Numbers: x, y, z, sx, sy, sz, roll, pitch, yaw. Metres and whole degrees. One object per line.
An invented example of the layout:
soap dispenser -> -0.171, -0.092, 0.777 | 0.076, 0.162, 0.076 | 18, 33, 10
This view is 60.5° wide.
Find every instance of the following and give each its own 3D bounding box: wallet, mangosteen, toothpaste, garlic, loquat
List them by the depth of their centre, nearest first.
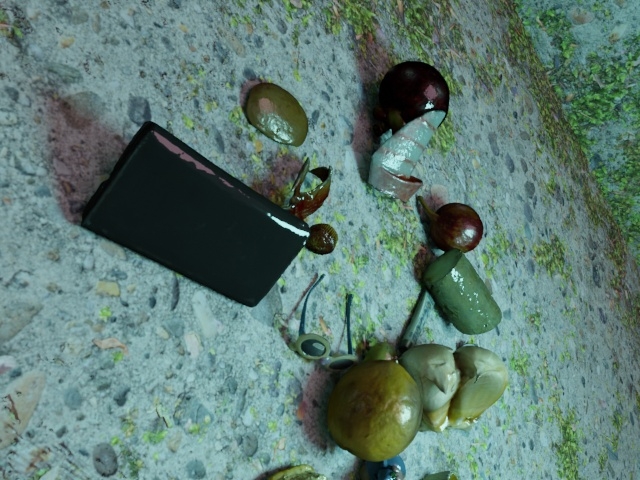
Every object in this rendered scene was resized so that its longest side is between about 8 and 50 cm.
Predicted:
wallet -> -0.226, -0.032, 1.078 | 0.406, 0.062, 0.228 | 33, 99, -34
loquat -> 0.127, 0.395, 1.288 | 0.193, 0.238, 0.238 | 57, 47, -25
garlic -> 0.347, 0.382, 1.468 | 0.249, 0.285, 0.313 | -61, 151, -43
toothpaste -> 0.289, 0.239, 1.622 | 0.062, 0.039, 0.239 | 54, 46, -19
mangosteen -> 0.260, -0.405, 1.647 | 0.265, 0.228, 0.228 | -45, 118, -3

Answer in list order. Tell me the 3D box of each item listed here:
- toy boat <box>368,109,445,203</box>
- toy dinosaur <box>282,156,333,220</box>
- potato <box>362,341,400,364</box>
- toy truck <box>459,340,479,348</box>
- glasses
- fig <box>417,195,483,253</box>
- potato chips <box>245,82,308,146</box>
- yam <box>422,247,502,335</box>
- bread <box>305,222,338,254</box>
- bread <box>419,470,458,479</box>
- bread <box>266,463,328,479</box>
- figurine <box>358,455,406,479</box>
toy boat -> 0.256, -0.259, 1.571 | 0.206, 0.096, 0.282 | 23, 105, -33
toy dinosaur -> -0.088, -0.085, 1.273 | 0.327, 0.112, 0.207 | -52, 156, -18
potato -> 0.169, 0.361, 1.438 | 0.105, 0.085, 0.188 | -23, 98, -7
toy truck -> 0.490, 0.379, 1.774 | 0.077, 0.076, 0.111 | -13, 92, -70
glasses -> 0.035, 0.197, 1.338 | 0.189, 0.088, 0.221 | 37, 56, -33
fig -> 0.406, -0.048, 1.740 | 0.207, 0.175, 0.175 | 20, 65, -25
potato chips -> -0.095, -0.316, 1.363 | 0.201, 0.049, 0.150 | 31, 64, -43
yam -> 0.436, 0.164, 1.704 | 0.268, 0.161, 0.161 | 52, 49, -23
bread -> 0.000, 0.000, 1.355 | 0.085, 0.085, 0.053 | 56, 39, -20
bread -> 0.331, 0.753, 1.487 | 0.192, 0.109, 0.210 | -34, 104, -46
bread -> -0.039, 0.602, 1.139 | 0.174, 0.121, 0.246 | -1, 76, -54
figurine -> 0.144, 0.584, 1.330 | 0.144, 0.178, 0.114 | -39, 92, -2
